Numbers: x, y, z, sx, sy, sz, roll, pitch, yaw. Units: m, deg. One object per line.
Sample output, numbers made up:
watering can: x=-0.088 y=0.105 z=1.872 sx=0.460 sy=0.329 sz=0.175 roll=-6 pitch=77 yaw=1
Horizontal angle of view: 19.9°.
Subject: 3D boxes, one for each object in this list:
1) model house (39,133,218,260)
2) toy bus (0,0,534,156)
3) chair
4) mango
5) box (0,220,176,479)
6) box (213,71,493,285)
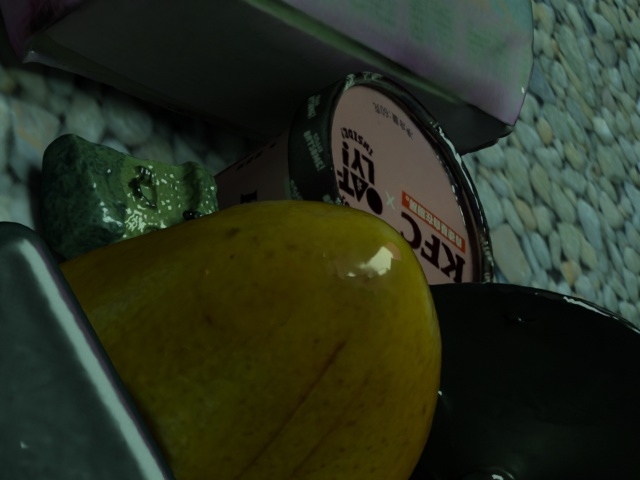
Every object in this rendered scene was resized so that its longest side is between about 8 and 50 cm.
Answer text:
model house: x=-0.099 y=-0.013 z=0.942 sx=0.083 sy=0.066 sz=0.079 roll=25 pitch=46 yaw=-42
toy bus: x=-0.021 y=-0.147 z=1.075 sx=0.386 sy=0.171 sz=0.162 roll=17 pitch=63 yaw=-49
chair: x=0.069 y=0.237 z=0.847 sx=0.226 sy=0.226 sz=0.401 roll=41 pitch=37 yaw=-31
mango: x=-0.045 y=0.072 z=0.775 sx=0.187 sy=0.257 sz=0.138 roll=51 pitch=34 yaw=-17
box: x=-0.169 y=0.109 z=0.650 sx=0.230 sy=0.050 sz=0.160 roll=-29 pitch=91 yaw=-18
box: x=0.000 y=0.000 z=1.012 sx=0.151 sy=0.135 sz=0.151 roll=33 pitch=45 yaw=-41
